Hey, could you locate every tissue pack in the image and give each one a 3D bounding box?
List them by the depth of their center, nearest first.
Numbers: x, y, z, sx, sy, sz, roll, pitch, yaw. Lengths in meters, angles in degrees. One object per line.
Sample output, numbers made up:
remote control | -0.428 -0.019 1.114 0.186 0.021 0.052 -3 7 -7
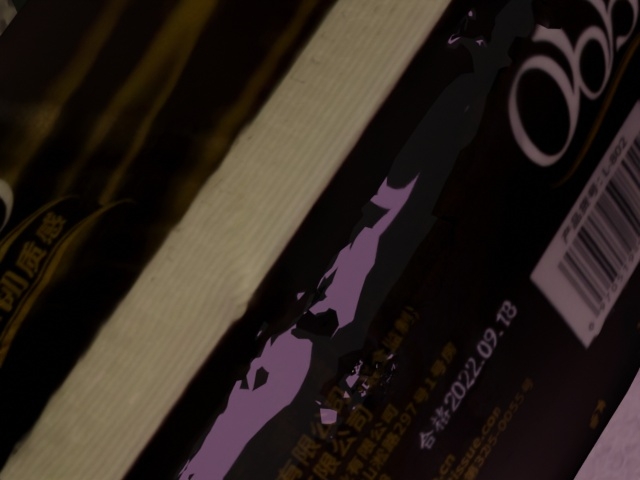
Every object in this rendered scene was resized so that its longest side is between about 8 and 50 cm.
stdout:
tissue pack | 0.000 0.000 0.630 0.370 0.198 0.210 -54 133 -14

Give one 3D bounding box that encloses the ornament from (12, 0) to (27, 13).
ornament | -0.086 -0.093 0.673 0.073 0.028 0.125 -15 117 -33
